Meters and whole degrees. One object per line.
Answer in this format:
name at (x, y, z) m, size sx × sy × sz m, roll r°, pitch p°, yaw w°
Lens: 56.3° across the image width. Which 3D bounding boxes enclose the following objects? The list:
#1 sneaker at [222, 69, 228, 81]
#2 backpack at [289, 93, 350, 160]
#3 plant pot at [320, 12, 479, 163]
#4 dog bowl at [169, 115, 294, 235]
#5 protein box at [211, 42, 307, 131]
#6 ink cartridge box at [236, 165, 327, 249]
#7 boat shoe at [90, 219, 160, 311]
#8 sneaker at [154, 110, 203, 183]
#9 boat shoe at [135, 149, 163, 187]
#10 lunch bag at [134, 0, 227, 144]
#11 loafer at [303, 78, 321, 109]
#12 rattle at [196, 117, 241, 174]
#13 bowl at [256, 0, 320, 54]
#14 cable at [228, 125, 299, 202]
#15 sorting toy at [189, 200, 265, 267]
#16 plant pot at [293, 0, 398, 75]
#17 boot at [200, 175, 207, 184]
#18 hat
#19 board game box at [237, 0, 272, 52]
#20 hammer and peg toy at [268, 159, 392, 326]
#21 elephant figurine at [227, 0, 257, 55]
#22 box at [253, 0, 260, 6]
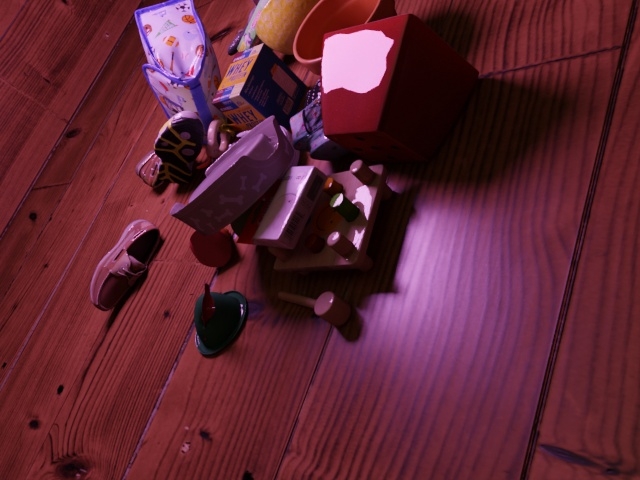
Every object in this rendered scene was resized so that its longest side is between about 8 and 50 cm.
sneaker at (-0.257, -0.527, 2.040) m, size 0.262 × 0.099 × 0.121 m, roll -6°, pitch 64°, yaw 46°
backpack at (0.018, -0.279, 1.508) m, size 0.188 × 0.166 × 0.144 m, roll -13°, pitch 83°, yaw 46°
plant pot at (0.152, -0.313, 1.344) m, size 0.267 × 0.267 × 0.235 m, roll 8°, pitch 80°, yaw 48°
dog bowl at (-0.208, -0.152, 1.466) m, size 0.349 × 0.102 × 0.348 m, roll -38°, pitch 18°, yaw 15°
protein box at (-0.180, -0.440, 1.803) m, size 0.136 × 0.201 × 0.199 m, roll -2°, pitch 60°, yaw 45°
ink cartridge box at (-0.108, -0.077, 1.367) m, size 0.232 × 0.066 × 0.189 m, roll 8°, pitch 67°, yaw 46°
boat shoe at (-0.620, 0.077, 1.913) m, size 0.116 × 0.123 × 0.324 m, roll 9°, pitch 69°, yaw 46°
sneaker at (-0.457, -0.320, 1.915) m, size 0.385 × 0.145 × 0.147 m, roll 138°, pitch 137°, yaw -61°
boat shoe at (-0.524, -0.319, 2.149) m, size 0.104 × 0.111 × 0.307 m, roll 40°, pitch 92°, yaw 27°
lunch bag at (-0.448, -0.548, 1.993) m, size 0.239 × 0.328 × 0.385 m, roll -22°, pitch 63°, yaw -6°
loafer at (0.016, -0.385, 1.616) m, size 0.220 × 0.078 × 0.080 m, roll -153°, pitch 73°, yaw -74°
rattle at (-0.296, -0.296, 1.908) m, size 0.130 × 0.143 × 0.199 m, roll 102°, pitch -179°, yaw -51°
bowl at (-0.038, -0.666, 1.850) m, size 0.289 × 0.289 × 0.156 m, roll -39°, pitch 83°, yaw 17°
cable at (-0.175, -0.213, 1.714) m, size 0.257 × 0.089 × 0.257 m, roll -9°, pitch 56°, yaw 40°
sorting toy at (-0.186, -0.060, 1.622) m, size 0.366 × 0.127 × 0.126 m, roll -30°, pitch 14°, yaw 22°
plant pot at (0.101, -0.521, 1.583) m, size 0.291 × 0.203 × 0.290 m, roll -25°, pitch 46°, yaw 29°
boot at (-0.328, -0.190, 1.883) m, size 0.099 × 0.045 × 0.121 m, roll -23°, pitch 40°, yaw 36°
hat at (-0.300, 0.158, 1.470) m, size 0.208 × 0.183 × 0.173 m, roll -42°, pitch 39°, yaw 13°
board game box at (-0.122, -0.722, 1.896) m, size 0.214 × 0.046 × 0.317 m, roll -30°, pitch -9°, yaw -38°
hammer and peg toy at (0.000, 0.000, 1.337) m, size 0.266 × 0.127 × 0.361 m, roll -5°, pitch 58°, yaw 43°
elephant figurine at (-0.209, -0.759, 2.138) m, size 0.239 × 0.169 × 0.186 m, roll -64°, pitch 6°, yaw -9°
box at (-0.131, -0.842, 1.966) m, size 0.169 × 0.203 × 0.167 m, roll -29°, pitch 78°, yaw -10°
